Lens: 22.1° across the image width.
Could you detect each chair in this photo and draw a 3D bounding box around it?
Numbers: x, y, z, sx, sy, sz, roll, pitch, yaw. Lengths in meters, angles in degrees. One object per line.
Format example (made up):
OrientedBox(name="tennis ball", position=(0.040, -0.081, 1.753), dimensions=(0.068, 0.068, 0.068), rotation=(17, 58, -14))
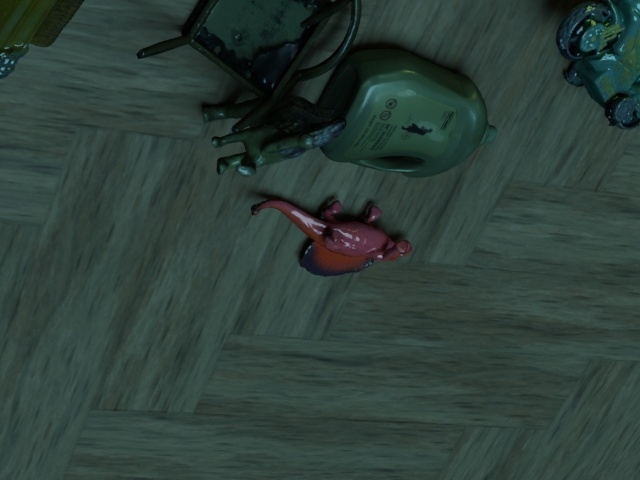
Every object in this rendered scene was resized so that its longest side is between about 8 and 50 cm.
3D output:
OrientedBox(name="chair", position=(-0.073, -0.263, 1.992), dimensions=(0.188, 0.166, 0.272), rotation=(-55, 171, 25))

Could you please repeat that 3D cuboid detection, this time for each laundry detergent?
OrientedBox(name="laundry detergent", position=(0.127, -0.161, 2.207), dimensions=(0.253, 0.091, 0.181), rotation=(10, 126, -31))

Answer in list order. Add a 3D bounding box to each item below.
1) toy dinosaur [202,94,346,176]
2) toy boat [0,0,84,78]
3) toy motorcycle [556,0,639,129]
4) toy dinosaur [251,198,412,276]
OrientedBox(name="toy dinosaur", position=(-0.056, -0.132, 2.048), dimensions=(0.162, 0.294, 0.077), rotation=(-14, 111, -5))
OrientedBox(name="toy boat", position=(-0.324, -0.296, 1.889), dimensions=(0.115, 0.089, 0.310), rotation=(15, 121, -42))
OrientedBox(name="toy motorcycle", position=(0.426, -0.269, 2.240), dimensions=(0.198, 0.109, 0.296), rotation=(-42, 143, 0))
OrientedBox(name="toy dinosaur", position=(0.000, 0.004, 2.338), dimensions=(0.286, 0.070, 0.139), rotation=(9, 147, -28))
